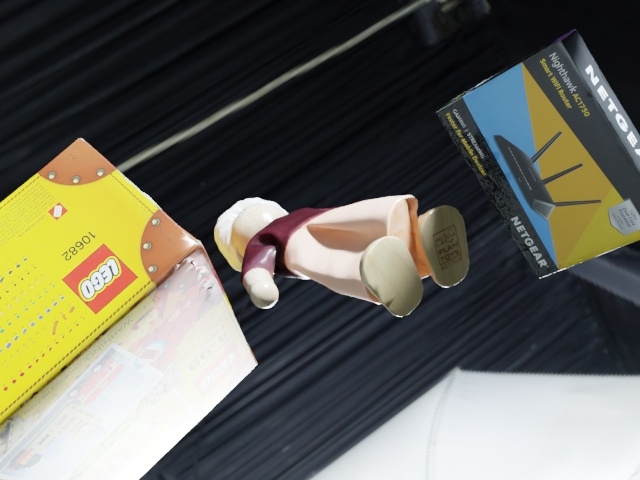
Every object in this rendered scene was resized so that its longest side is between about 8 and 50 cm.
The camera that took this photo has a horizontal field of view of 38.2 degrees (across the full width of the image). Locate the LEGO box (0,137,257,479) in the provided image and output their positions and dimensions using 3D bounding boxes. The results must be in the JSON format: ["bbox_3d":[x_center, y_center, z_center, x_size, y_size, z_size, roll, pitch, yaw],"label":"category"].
[{"bbox_3d":[-0.336,0.189,1.006,0.193,0.500,0.372,41,-16,22],"label":"LEGO box"}]

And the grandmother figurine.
[{"bbox_3d":[0.000,0.000,0.956,0.342,0.208,0.104,7,-69,54],"label":"grandmother figurine"}]

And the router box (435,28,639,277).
[{"bbox_3d":[0.202,-0.070,0.793,0.133,0.046,0.178,-28,-81,41],"label":"router box"}]
